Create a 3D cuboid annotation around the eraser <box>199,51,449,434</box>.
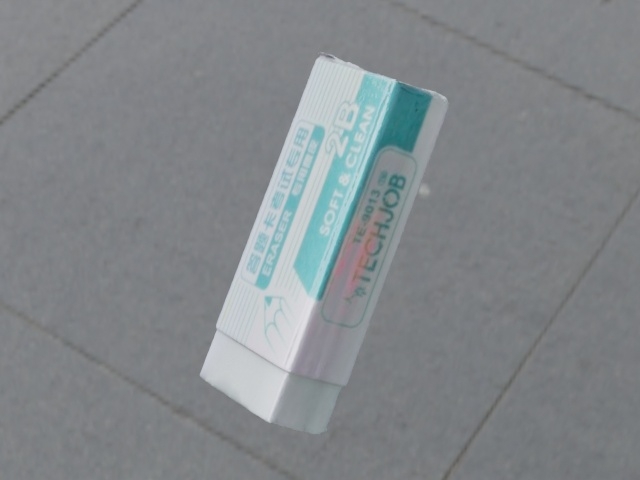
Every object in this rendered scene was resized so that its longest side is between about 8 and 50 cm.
[{"bbox_3d":[0.000,0.000,0.918,0.052,0.225,0.095,18,4,-37],"label":"eraser"}]
